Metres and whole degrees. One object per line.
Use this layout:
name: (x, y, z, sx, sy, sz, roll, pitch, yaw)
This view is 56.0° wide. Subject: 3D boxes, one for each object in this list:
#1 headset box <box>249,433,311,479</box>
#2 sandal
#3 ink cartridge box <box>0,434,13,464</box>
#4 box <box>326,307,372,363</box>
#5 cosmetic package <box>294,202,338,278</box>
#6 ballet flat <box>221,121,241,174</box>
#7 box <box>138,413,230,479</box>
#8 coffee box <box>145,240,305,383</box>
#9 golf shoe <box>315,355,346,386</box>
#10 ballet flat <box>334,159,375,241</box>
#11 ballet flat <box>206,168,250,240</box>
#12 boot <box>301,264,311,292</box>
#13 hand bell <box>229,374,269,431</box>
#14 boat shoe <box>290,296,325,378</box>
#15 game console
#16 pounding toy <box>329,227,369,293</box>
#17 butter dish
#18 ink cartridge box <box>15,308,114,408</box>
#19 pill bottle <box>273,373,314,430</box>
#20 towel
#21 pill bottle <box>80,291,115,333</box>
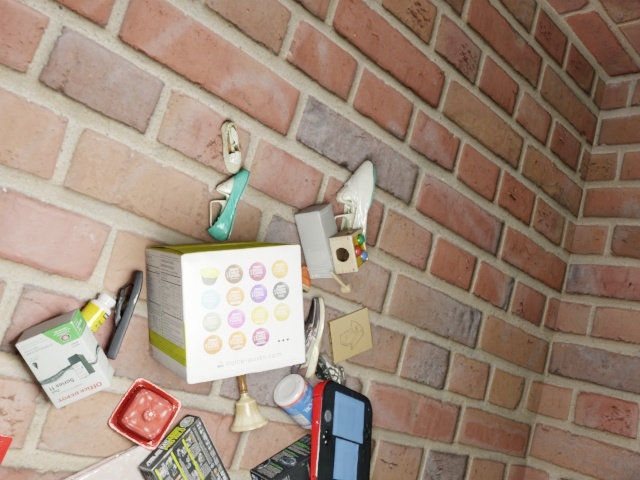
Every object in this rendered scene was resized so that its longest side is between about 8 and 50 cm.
headset box: (-0.072, 0.841, 2.065, 0.283, 0.131, 0.246, -21, 106, -38)
sandal: (-0.546, 0.199, 1.655, 0.055, 0.097, 0.254, 20, 77, -12)
ink cartridge box: (-0.853, 0.509, 1.412, 0.231, 0.078, 0.134, 32, 72, -38)
box: (0.112, 0.356, 2.268, 0.201, 0.021, 0.164, -14, 102, -39)
cosmetic package: (0.000, 0.000, 2.076, 0.127, 0.107, 0.237, -44, 126, -61)
ballet flat: (-0.276, -0.287, 1.879, 0.057, 0.052, 0.168, -20, 105, -39)
box: (-0.394, 0.690, 1.782, 0.216, 0.060, 0.269, -45, 125, -46)
coffee box: (-0.275, 0.174, 1.688, 0.338, 0.338, 0.334, -4, 94, -31)
golf shoe: (0.034, 0.473, 2.182, 0.094, 0.077, 0.198, -53, 131, -38)
ballet flat: (0.111, -0.104, 2.185, 0.139, 0.139, 0.399, 10, 87, -41)
ballet flat: (-0.291, -0.123, 1.861, 0.087, 0.083, 0.247, 22, 76, -25)
boot: (-0.087, 0.113, 2.065, 0.158, 0.059, 0.084, 37, 66, -45)
hand bell: (-0.249, 0.477, 1.933, 0.126, 0.126, 0.241, -7, 84, -40)
boat shoe: (-0.044, 0.332, 2.084, 0.093, 0.103, 0.285, 10, 85, -8)
game console: (0.082, 0.680, 2.068, 0.386, 0.060, 0.341, 39, 44, -50)
pounding toy: (0.102, 0.078, 2.044, 0.181, 0.094, 0.205, -31, 111, -64)
butter dish: (-0.483, 0.485, 1.681, 0.160, 0.118, 0.160, 35, 66, -11)
ink cartridge box: (-0.645, 0.302, 1.534, 0.153, 0.087, 0.208, -24, 111, -3)
pill bottle: (-0.052, 0.569, 2.072, 0.221, 0.124, 0.124, 50, 62, -31)
towel: (-0.565, 0.758, 1.679, 0.317, 0.054, 0.331, -19, 105, -43)
pill bottle: (-0.607, 0.199, 1.614, 0.065, 0.065, 0.116, 49, 62, -31)
